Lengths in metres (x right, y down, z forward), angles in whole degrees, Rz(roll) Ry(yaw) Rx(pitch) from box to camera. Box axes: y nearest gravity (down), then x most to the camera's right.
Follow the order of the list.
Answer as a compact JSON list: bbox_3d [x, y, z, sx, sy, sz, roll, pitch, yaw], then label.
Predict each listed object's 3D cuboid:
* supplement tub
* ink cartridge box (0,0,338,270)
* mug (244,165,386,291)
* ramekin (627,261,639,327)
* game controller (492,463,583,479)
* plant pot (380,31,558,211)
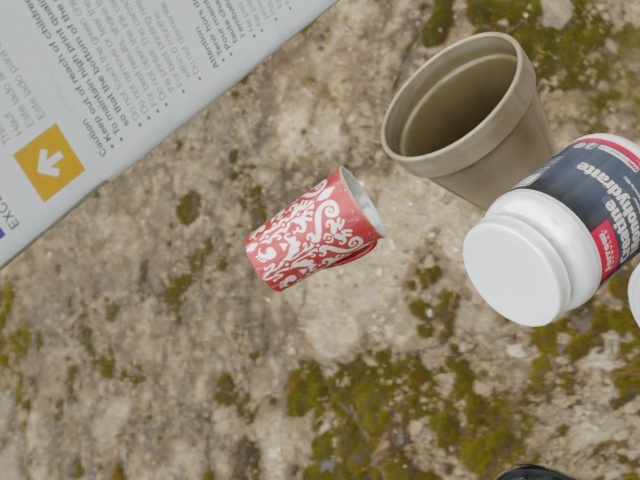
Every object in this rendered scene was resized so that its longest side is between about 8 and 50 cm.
[{"bbox_3d":[0.357,-0.018,1.287,0.191,0.272,0.191,37,147,30],"label":"supplement tub"},{"bbox_3d":[-0.112,-0.206,0.348,0.071,0.324,0.330,9,44,46],"label":"ink cartridge box"},{"bbox_3d":[0.000,0.003,1.225,0.169,0.150,0.113,-32,27,12],"label":"mug"},{"bbox_3d":[0.542,0.079,1.129,0.272,0.273,0.127,27,61,38],"label":"ramekin"},{"bbox_3d":[0.251,0.289,0.659,0.319,0.067,0.166,19,62,28],"label":"game controller"},{"bbox_3d":[0.331,-0.205,1.781,0.323,0.280,0.323,-31,36,26],"label":"plant pot"}]
